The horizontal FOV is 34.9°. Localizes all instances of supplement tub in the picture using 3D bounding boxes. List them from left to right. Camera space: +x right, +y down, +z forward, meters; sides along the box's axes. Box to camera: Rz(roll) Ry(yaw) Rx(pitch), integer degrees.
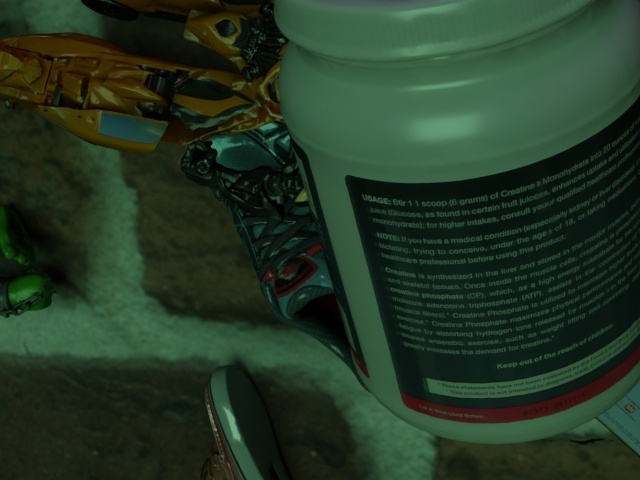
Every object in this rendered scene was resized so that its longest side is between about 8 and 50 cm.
[{"bbox_3d":[0.086,-0.041,0.561,0.191,0.191,0.272,-1,128,20],"label":"supplement tub"}]

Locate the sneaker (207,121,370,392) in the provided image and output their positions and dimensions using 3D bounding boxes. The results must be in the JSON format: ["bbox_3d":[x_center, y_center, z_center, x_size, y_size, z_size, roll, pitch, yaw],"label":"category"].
[{"bbox_3d":[0.000,0.000,0.721,0.262,0.125,0.104,47,117,-1],"label":"sneaker"}]

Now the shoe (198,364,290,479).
[{"bbox_3d":[-0.077,0.191,0.852,0.081,0.063,0.178,-15,108,18],"label":"shoe"}]

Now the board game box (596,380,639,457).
[{"bbox_3d":[0.289,0.117,0.717,0.281,0.027,0.145,42,118,1],"label":"board game box"}]

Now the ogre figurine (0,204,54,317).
[{"bbox_3d":[-0.320,-0.006,0.856,0.118,0.097,0.197,-34,111,9],"label":"ogre figurine"}]

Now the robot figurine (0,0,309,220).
[{"bbox_3d":[-0.077,-0.133,0.683,0.291,0.085,0.211,13,84,13],"label":"robot figurine"}]
